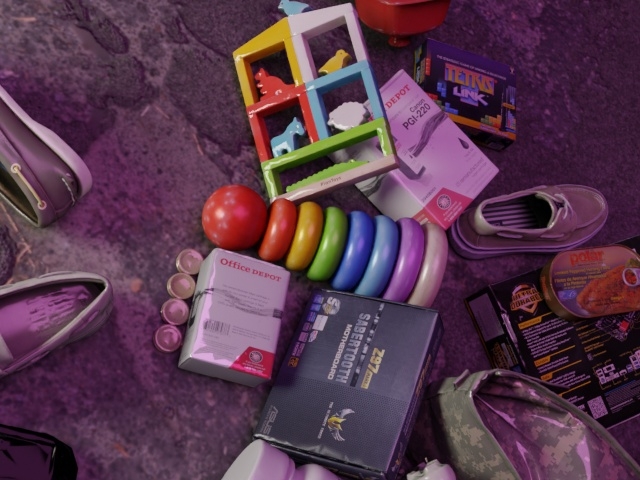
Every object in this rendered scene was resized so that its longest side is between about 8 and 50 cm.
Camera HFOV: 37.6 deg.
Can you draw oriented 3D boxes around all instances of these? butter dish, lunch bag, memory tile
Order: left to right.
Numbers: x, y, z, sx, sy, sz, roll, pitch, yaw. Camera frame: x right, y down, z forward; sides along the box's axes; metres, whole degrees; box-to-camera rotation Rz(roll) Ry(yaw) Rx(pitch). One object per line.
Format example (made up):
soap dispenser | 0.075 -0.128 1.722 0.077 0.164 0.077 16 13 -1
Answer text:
memory tile | -0.153 0.091 1.240 0.113 0.012 0.148 21 64 -16
butter dish | 0.127 -0.364 1.485 0.160 0.118 0.160 -18 38 -27
lunch bag | 0.247 0.277 1.217 0.287 0.235 0.169 46 65 -3

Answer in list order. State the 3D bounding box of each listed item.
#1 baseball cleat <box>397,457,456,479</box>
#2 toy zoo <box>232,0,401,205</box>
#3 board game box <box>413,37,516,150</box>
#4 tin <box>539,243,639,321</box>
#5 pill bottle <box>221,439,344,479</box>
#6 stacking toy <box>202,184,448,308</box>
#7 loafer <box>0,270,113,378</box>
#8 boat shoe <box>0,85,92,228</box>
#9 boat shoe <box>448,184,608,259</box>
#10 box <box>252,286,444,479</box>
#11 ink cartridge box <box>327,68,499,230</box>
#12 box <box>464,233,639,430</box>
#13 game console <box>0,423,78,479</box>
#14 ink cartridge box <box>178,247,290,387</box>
baseball cleat | 0.132 0.330 1.167 0.072 0.206 0.109 -24 77 -9
toy zoo | -0.014 -0.209 1.334 0.192 0.030 0.293 -20 75 17
board game box | 0.233 -0.234 1.515 0.170 0.048 0.141 13 67 -19
tin | 0.411 0.063 1.402 0.189 0.040 0.106 -4 76 -25
pill bottle | 0.007 0.369 1.119 0.283 0.160 0.160 36 61 -8
stacking toy | 0.000 0.000 1.286 0.330 0.141 0.141 17 64 -11
loafer | -0.387 0.109 1.070 0.319 0.111 0.112 -26 83 -30
boat shoe | -0.424 -0.139 1.151 0.305 0.109 0.091 41 55 -9
boat shoe | 0.342 -0.032 1.460 0.302 0.094 0.109 -13 76 -27
box | 0.040 0.183 1.207 0.183 0.059 0.233 11 61 23
ink cartridge box | 0.134 -0.122 1.404 0.218 0.092 0.158 45 60 0
box | 0.409 0.153 1.430 0.322 0.079 0.257 -16 76 -28
game console | -0.457 0.283 1.014 0.361 0.044 0.213 18 63 -17
ink cartridge box | -0.110 0.100 1.210 0.109 0.063 0.150 18 64 -16
